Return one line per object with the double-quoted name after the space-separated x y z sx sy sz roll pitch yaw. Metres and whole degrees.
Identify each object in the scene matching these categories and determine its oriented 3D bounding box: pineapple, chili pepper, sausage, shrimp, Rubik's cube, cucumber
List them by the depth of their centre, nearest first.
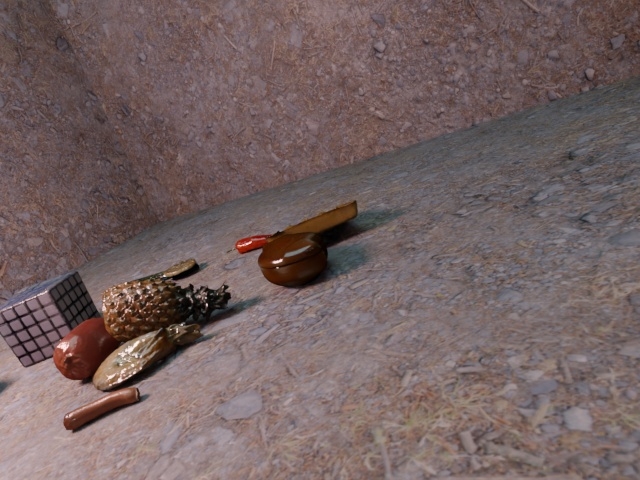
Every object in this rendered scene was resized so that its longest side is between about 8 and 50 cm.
-0.506 0.387 1.044 0.177 0.040 0.047 -23 15 -9 "sausage"
-0.465 0.308 1.212 0.317 0.077 0.168 -26 26 1 "shrimp"
-0.684 0.315 1.337 0.148 0.148 0.254 -21 14 4 "sausage"
-0.451 0.191 1.359 0.362 0.201 0.202 -14 16 0 "pineapple"
-1.003 0.284 1.672 0.237 0.238 0.237 -21 18 -2 "Rubik's cube"
-0.290 0.011 1.971 0.272 0.063 0.071 -15 29 12 "chili pepper"
-0.602 0.141 1.996 0.133 0.032 0.032 -32 19 -27 "cucumber"
-0.769 0.178 2.071 0.257 0.043 0.044 -16 22 15 "cucumber"

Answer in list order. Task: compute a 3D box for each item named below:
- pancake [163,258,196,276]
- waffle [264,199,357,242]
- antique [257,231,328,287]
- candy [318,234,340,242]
-0.617 0.118 1.985 0.152 0.025 0.151 -20 15 6 "pancake"
-0.035 -0.053 1.697 0.348 0.077 0.304 -24 3 -6 "waffle"
-0.080 0.056 1.411 0.224 0.129 0.278 -30 18 -26 "antique"
-0.001 0.000 1.669 0.136 0.038 0.088 -4 11 42 "candy"
